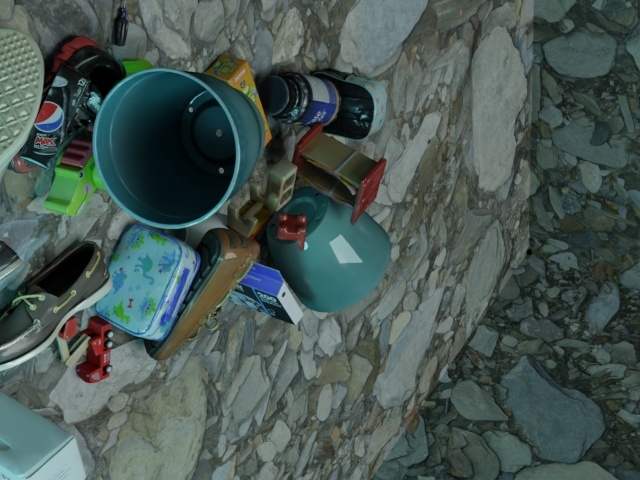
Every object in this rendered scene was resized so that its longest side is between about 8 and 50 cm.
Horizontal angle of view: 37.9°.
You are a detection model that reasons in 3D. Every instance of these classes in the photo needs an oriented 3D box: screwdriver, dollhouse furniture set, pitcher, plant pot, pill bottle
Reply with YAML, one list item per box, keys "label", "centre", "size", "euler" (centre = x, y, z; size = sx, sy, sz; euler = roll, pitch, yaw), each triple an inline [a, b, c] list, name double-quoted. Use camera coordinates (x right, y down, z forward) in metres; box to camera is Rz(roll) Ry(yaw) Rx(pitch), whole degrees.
- label: "screwdriver"
  centre: [-0.365, -0.446, 1.728]
  size: [0.024, 0.025, 0.170]
  euler: [-9, 108, -57]
- label: "dollhouse furniture set"
  centre: [-0.032, -0.089, 2.155]
  size: [0.374, 0.201, 0.152]
  euler: [-47, 162, -35]
- label: "pitcher"
  centre: [-0.259, -0.028, 2.093]
  size: [0.207, 0.125, 0.178]
  euler: [6, 88, -49]
- label: "plant pot"
  centre: [-0.226, -0.179, 1.676]
  size: [0.255, 0.271, 0.272]
  euler: [-37, 142, -69]
- label: "pill bottle"
  centre: [-0.054, -0.335, 2.209]
  size: [0.219, 0.123, 0.123]
  euler: [-5, 113, -58]
- label: "plant pot"
  centre: [0.000, 0.000, 2.376]
  size: [0.293, 0.293, 0.235]
  euler: [-58, 135, -18]

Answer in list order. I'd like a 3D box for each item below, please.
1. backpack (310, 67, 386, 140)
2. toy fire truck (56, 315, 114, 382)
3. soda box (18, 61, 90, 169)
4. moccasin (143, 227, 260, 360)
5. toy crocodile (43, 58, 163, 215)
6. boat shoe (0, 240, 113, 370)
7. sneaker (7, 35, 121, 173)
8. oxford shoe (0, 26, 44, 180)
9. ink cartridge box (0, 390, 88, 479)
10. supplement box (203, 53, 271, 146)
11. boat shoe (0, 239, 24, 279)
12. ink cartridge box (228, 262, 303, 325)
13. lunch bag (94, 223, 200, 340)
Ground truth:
- label: "backpack"
  centre: [0.076, -0.342, 2.354]
  size: [0.144, 0.188, 0.166]
  euler: [-24, 128, -52]
- label: "toy fire truck"
  centre: [-0.493, 0.221, 1.923]
  size: [0.135, 0.047, 0.192]
  euler: [-25, 130, -51]
- label: "soda box"
  centre: [-0.439, -0.206, 1.539]
  size: [0.053, 0.060, 0.169]
  euler: [24, 101, -21]
- label: "moccasin"
  centre: [-0.266, 0.126, 2.039]
  size: [0.147, 0.139, 0.380]
  euler: [15, 120, -40]
- label: "toy crocodile"
  centre: [-0.402, -0.191, 1.731]
  size: [0.340, 0.115, 0.105]
  euler: [-59, 148, -21]
- label: "boat shoe"
  centre: [-0.520, 0.118, 1.744]
  size: [0.324, 0.116, 0.097]
  euler: [-44, 139, -43]
- label: "sneaker"
  centre: [-0.443, -0.227, 1.617]
  size: [0.276, 0.135, 0.097]
  euler: [-59, 152, -14]
- label: "oxford shoe"
  centre: [-0.573, -0.130, 1.487]
  size: [0.169, 0.130, 0.449]
  euler: [20, 81, -17]
- label: "ink cartridge box"
  centre: [-0.562, 0.471, 1.793]
  size: [0.129, 0.223, 0.307]
  euler: [-41, 141, -40]
- label: "supplement box"
  centre: [-0.182, -0.296, 2.068]
  size: [0.078, 0.080, 0.233]
  euler: [-54, 146, -28]
- label: "boat shoe"
  centre: [-0.619, 0.070, 1.619]
  size: [0.206, 0.075, 0.065]
  euler: [-37, 96, -35]
- label: "ink cartridge box"
  centre: [-0.161, 0.112, 2.245]
  size: [0.045, 0.206, 0.208]
  euler: [-59, 149, -24]
- label: "lunch bag"
  centre: [-0.357, 0.089, 1.930]
  size: [0.090, 0.176, 0.219]
  euler: [28, 84, -61]
